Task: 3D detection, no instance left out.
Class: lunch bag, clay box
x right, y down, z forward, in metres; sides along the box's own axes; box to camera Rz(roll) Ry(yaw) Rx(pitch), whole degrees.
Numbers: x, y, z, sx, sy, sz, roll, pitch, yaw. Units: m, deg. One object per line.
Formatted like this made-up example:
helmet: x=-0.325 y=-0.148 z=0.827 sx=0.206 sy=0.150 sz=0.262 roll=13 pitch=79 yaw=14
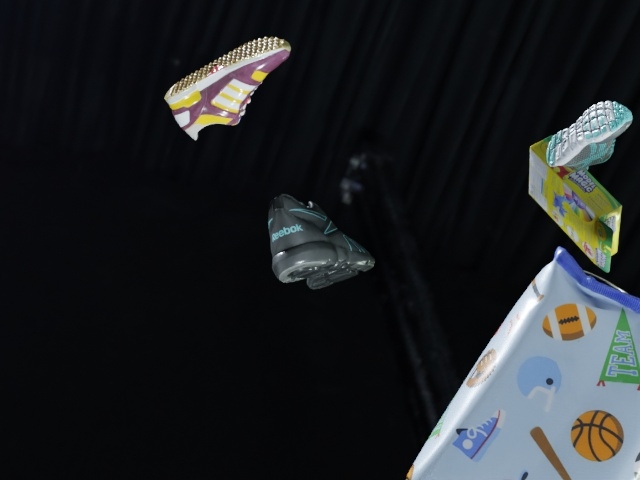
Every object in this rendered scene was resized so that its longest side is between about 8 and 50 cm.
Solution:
lunch bag: x=0.265 y=0.215 z=1.559 sx=0.239 sy=0.328 sz=0.385 roll=34 pitch=178 yaw=19
clay box: x=0.434 y=-0.060 z=2.330 sx=0.053 sy=0.127 sz=0.222 roll=-29 pitch=-125 yaw=-14

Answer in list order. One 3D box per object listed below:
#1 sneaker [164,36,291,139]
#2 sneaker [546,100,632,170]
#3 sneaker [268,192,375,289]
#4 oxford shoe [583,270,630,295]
sneaker: x=-0.113 y=-0.205 z=1.870 sx=0.084 sy=0.185 sz=0.069 roll=60 pitch=-166 yaw=-23
sneaker: x=0.412 y=-0.151 z=2.058 sx=0.076 sy=0.166 sz=0.065 roll=18 pitch=-117 yaw=-25
sneaker: x=0.000 y=0.000 z=1.845 sx=0.267 sy=0.101 sz=0.106 roll=23 pitch=-134 yaw=-73
oxford shoe: x=0.449 y=0.160 z=1.976 sx=0.130 sy=0.123 sz=0.348 roll=49 pitch=177 yaw=-39
